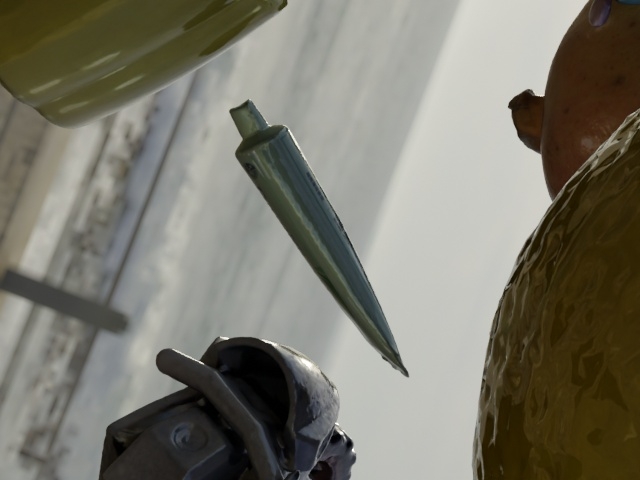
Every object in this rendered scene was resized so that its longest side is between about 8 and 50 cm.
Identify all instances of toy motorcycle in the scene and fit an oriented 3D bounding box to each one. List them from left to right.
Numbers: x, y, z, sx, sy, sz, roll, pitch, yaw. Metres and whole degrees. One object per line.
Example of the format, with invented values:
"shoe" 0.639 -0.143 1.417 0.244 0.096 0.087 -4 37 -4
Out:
"toy motorcycle" -0.067 0.107 0.738 0.215 0.080 0.122 -22 142 -32

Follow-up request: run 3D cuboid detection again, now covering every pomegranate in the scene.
"pomegranate" 0.334 -0.103 1.837 0.338 0.338 0.338 21 90 -89

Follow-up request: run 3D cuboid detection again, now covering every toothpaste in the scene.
"toothpaste" 0.000 0.000 1.340 0.041 0.218 0.064 -32 -168 -7

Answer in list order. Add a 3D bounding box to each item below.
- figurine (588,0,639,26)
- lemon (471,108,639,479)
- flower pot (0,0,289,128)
"figurine" 0.277 -0.269 1.584 0.260 0.103 0.205 114 -27 -57
"lemon" 0.224 0.083 0.667 0.387 0.350 0.349 89 22 -71
"flower pot" -0.120 -0.190 1.299 0.195 0.179 0.195 49 32 -46
